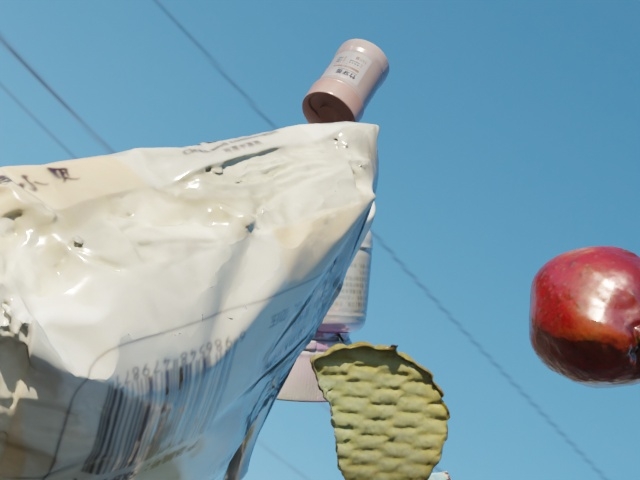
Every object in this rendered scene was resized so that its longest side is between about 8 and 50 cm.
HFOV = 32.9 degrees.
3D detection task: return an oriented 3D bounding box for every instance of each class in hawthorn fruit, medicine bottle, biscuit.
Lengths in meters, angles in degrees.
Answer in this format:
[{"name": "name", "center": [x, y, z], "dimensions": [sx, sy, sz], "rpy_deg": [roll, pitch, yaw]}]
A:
[{"name": "hawthorn fruit", "center": [0.507, 0.142, 1.922], "dimensions": [0.265, 0.265, 0.307], "rpy_deg": [45, 2, -13]}, {"name": "medicine bottle", "center": [-0.040, 0.111, 1.837], "dimensions": [0.241, 0.302, 0.241], "rpy_deg": [5, -2, 0]}, {"name": "biscuit", "center": [0.100, 0.268, 1.613], "dimensions": [0.036, 0.187, 0.274], "rpy_deg": [-114, -169, -76]}]

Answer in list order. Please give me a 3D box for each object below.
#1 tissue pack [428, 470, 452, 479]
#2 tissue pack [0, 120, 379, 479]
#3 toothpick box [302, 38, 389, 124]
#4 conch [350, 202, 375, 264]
[{"name": "tissue pack", "center": [0.183, 0.443, 1.870], "dimensions": [0.059, 0.094, 0.074], "rpy_deg": [57, -46, 35]}, {"name": "tissue pack", "center": [-0.130, 0.093, 0.807], "dimensions": [0.195, 0.375, 0.390], "rpy_deg": [43, -55, 29]}, {"name": "toothpick box", "center": [0.044, -0.255, 1.815], "dimensions": [0.098, 0.149, 0.098], "rpy_deg": [19, -38, 16]}, {"name": "conch", "center": [0.005, -0.006, 1.230], "dimensions": [0.104, 0.094, 0.176], "rpy_deg": [19, -52, 14]}]
